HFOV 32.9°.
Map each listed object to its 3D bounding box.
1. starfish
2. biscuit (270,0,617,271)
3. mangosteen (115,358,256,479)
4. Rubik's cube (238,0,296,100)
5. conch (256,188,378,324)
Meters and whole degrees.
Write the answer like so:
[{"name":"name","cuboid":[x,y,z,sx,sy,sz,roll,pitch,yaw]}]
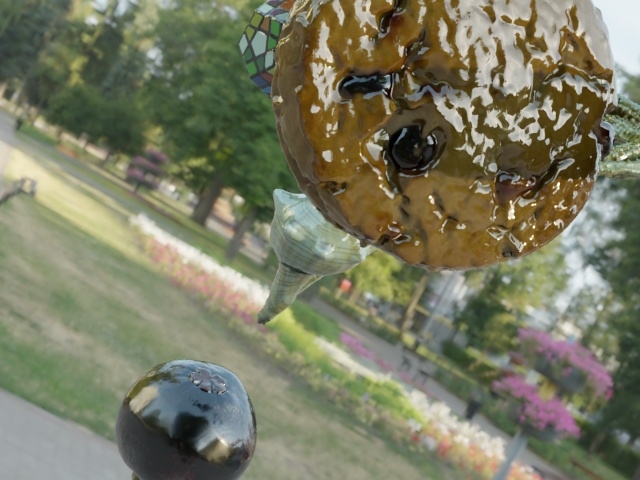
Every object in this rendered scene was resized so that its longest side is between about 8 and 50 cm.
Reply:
[{"name":"starfish","cuboid":[0.453,-0.119,1.412,0.078,0.347,0.358,74,3,-58]},{"name":"biscuit","cuboid":[0.106,-0.113,0.849,0.295,0.296,0.075,30,-3,-15]},{"name":"mangosteen","cuboid":[-0.255,0.373,1.983,0.274,0.302,0.275,18,24,-8]},{"name":"Rubik's cube","cuboid":[-0.028,-0.222,1.257,0.112,0.133,0.133,37,0,11]},{"name":"conch","cuboid":[0.000,-0.014,1.170,0.114,0.137,0.234,59,-31,5]}]
